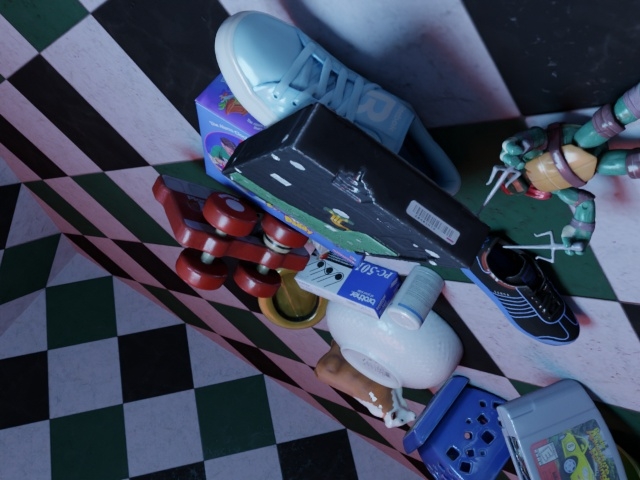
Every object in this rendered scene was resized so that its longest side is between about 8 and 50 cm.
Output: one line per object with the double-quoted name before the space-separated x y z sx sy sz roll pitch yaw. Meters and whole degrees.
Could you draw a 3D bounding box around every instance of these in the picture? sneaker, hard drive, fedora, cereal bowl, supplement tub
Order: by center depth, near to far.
"hard drive" 0.020 -0.057 0.736 0.237 0.064 0.339 33 170 -18
"sneaker" 0.044 -0.166 0.741 0.366 0.135 0.150 34 159 -27
"sneaker" 0.314 0.079 0.894 0.232 0.081 0.090 38 164 -4
"supplement tub" 0.179 0.109 1.106 0.071 0.107 0.071 30 157 14
"cereal bowl" 0.148 0.237 1.361 0.339 0.141 0.339 30 156 15
"fedora" -0.063 0.125 1.456 0.194 0.194 0.079 43 -168 -18

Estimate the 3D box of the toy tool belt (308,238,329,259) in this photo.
"toy tool belt" 0.000 0.000 1.230 0.051 0.052 0.083 61 164 25

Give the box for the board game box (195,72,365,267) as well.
"board game box" -0.044 -0.112 1.020 0.347 0.078 0.233 32 157 7

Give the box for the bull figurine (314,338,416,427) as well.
"bull figurine" 0.130 0.359 1.559 0.311 0.188 0.101 21 154 30

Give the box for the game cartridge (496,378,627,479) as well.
"game cartridge" 0.462 0.420 1.093 0.294 0.196 0.060 72 158 9

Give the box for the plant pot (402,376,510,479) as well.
"plant pot" 0.347 0.485 1.467 0.212 0.236 0.236 36 158 15

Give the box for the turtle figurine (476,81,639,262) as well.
"turtle figurine" 0.260 -0.076 0.625 0.175 0.118 0.234 32 146 -25

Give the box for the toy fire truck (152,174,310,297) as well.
"toy fire truck" -0.174 -0.031 1.199 0.302 0.169 0.254 13 -151 -36

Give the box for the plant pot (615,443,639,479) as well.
"plant pot" 0.635 0.584 1.263 0.294 0.274 0.275 28 163 -30

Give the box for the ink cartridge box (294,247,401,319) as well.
"ink cartridge box" 0.056 0.084 1.242 0.207 0.097 0.046 18 152 33
